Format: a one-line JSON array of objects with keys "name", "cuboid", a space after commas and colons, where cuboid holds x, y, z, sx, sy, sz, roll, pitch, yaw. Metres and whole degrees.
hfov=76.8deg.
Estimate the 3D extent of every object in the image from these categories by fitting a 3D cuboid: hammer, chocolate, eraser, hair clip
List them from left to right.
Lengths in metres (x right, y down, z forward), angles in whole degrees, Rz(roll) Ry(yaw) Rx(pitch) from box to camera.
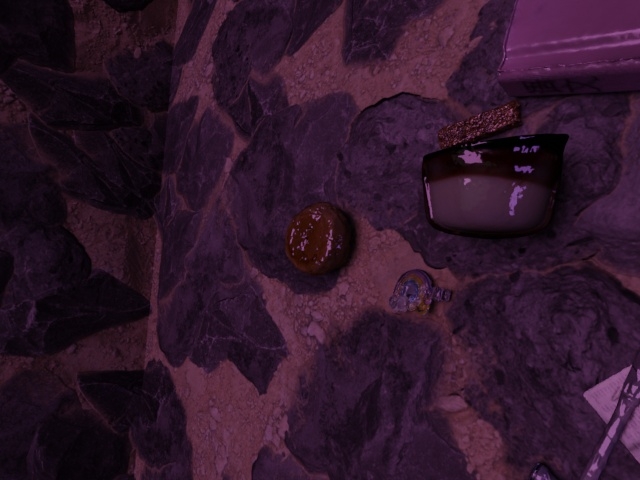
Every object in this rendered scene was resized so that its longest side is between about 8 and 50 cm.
[{"name": "hair clip", "cuboid": [0.243, 0.130, 1.018, 0.172, 0.049, 0.116, 0, 68, 53]}, {"name": "chocolate", "cuboid": [0.350, -0.097, 0.827, 0.284, 0.284, 0.186, -4, 94, 44]}, {"name": "eraser", "cuboid": [0.559, -0.427, 0.765, 0.359, 0.122, 0.272, 16, 91, 45]}, {"name": "hammer", "cuboid": [0.515, 0.295, 0.703, 0.152, 0.044, 0.426, 26, 100, 46]}]

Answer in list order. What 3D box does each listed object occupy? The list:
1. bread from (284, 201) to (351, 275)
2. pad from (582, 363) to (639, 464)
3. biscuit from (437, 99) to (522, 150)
[{"name": "bread", "cuboid": [0.000, 0.000, 1.229, 0.230, 0.123, 0.229, -11, 73, 38]}, {"name": "pad", "cuboid": [0.590, 0.330, 0.651, 0.159, 0.009, 0.265, -50, 51, 26]}, {"name": "biscuit", "cuboid": [0.378, -0.271, 0.969, 0.199, 0.034, 0.064, -15, 72, 43]}]
